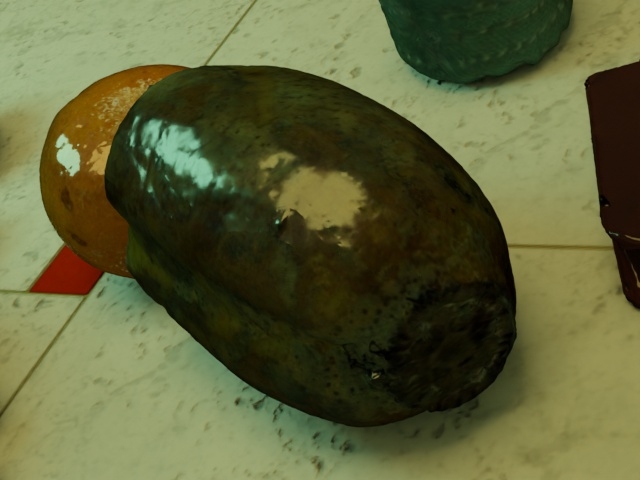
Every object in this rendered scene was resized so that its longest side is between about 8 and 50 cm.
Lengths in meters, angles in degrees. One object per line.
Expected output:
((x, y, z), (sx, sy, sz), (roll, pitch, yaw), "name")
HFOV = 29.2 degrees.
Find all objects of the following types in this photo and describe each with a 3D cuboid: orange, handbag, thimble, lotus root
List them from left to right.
((-0.155, -0.063, 1.177), (0.224, 0.170, 0.224), (-1, 48, 1), "orange")
((0.000, 0.000, 0.959), (0.250, 0.250, 0.346), (-37, 43, -17), "lotus root")
((0.155, -0.274, 1.282), (0.198, 0.143, 0.235), (-24, 36, -1), "thimble")
((0.343, -0.076, 0.975), (0.260, 0.084, 0.275), (-15, 36, 19), "handbag")
